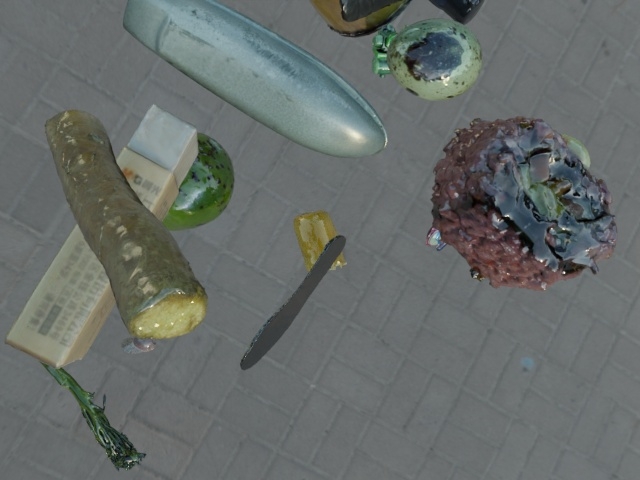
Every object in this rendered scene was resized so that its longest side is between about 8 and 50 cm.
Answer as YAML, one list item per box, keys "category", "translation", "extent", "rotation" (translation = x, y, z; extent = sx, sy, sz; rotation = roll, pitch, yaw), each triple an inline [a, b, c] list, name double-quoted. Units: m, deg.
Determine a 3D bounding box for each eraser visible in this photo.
- category: "eraser"
  translation: [-0.273, -0.005, 0.797]
  extent: [0.078, 0.144, 0.343]
  rotation: [29, 80, -7]

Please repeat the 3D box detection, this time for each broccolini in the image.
- category: "broccolini"
  translation: [-0.397, 0.278, 1.022]
  extent: [0.271, 0.123, 0.062]
  rotation: [49, 45, 2]

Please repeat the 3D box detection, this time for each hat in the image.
- category: "hat"
  translation: [-0.459, 0.252, 1.521]
  extent: [0.087, 0.058, 0.042]
  rotation: [7, 121, 5]

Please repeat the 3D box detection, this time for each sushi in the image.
- category: "sushi"
  translation: [0.304, -0.065, 0.895]
  extent: [0.236, 0.171, 0.270]
  rotation: [-47, 105, -15]

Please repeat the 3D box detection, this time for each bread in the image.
- category: "bread"
  translation: [0.001, 0.000, 1.593]
  extent: [0.085, 0.134, 0.173]
  rotation: [-19, 88, 28]

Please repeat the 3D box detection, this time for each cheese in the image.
- category: "cheese"
  translation: [0.332, -0.012, 1.685]
  extent: [0.095, 0.145, 0.038]
  rotation: [-40, 60, -1]

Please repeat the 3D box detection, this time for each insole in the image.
- category: "insole"
  translation: [-0.056, 0.130, 1.264]
  extent: [0.009, 0.119, 0.348]
  rotation: [37, 90, 22]

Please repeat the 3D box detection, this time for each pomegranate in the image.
- category: "pomegranate"
  translation: [-0.337, -0.147, 1.435]
  extent: [0.270, 0.254, 0.254]
  rotation: [37, 77, -52]

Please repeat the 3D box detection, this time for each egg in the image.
- category: "egg"
  translation: [0.121, -0.193, 0.645]
  extent: [0.110, 0.085, 0.085]
  rotation: [3, 87, -33]

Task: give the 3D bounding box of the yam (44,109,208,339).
- category: "yam"
  translation: [-0.182, -0.028, 0.526]
  extent: [0.066, 0.299, 0.066]
  rotation: [-23, 137, -23]

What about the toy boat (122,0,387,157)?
- category: "toy boat"
  translation: [-0.051, -0.155, 0.554]
  extent: [0.261, 0.078, 0.085]
  rotation: [31, 38, -5]

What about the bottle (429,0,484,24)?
- category: "bottle"
  translation: [0.170, -0.462, 1.012]
  extent: [0.244, 0.082, 0.072]
  rotation: [42, 84, 2]

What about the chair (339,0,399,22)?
- category: "chair"
  translation: [0.049, -0.279, 0.413]
  extent: [0.140, 0.145, 0.221]
  rotation: [-25, 113, -9]

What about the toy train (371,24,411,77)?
- category: "toy train"
  translation: [0.233, -0.422, 1.383]
  extent: [0.251, 0.085, 0.119]
  rotation: [0, 128, -12]

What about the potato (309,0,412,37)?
- category: "potato"
  translation: [0.019, -0.381, 0.605]
  extent: [0.229, 0.229, 0.266]
  rotation: [-56, 132, -10]
